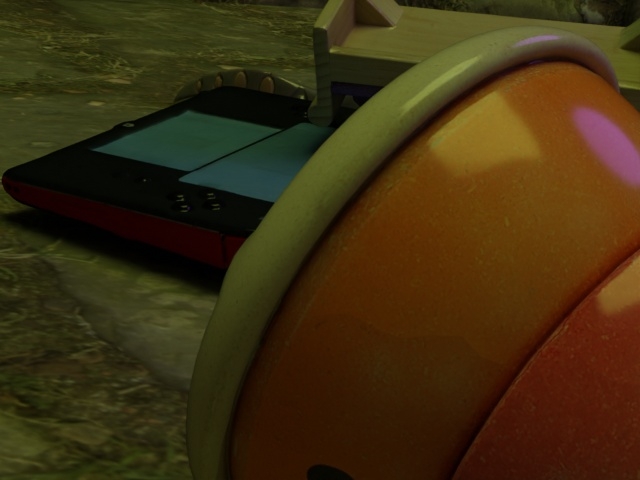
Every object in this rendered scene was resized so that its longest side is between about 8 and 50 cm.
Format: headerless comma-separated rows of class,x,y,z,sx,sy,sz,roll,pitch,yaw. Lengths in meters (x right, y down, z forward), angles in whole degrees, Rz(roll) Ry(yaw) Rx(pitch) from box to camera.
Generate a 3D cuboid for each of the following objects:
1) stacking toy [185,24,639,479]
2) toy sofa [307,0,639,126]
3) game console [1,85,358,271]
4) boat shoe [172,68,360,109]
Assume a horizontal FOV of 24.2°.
stacking toy,0.196,0.136,0.780,0.480,0.351,0.350,37,29,28
toy sofa,0.179,-0.156,1.500,0.362,0.177,0.150,8,39,15
game console,-0.076,-0.078,1.528,0.342,0.060,0.386,18,27,27
boat shoe,-0.010,-0.117,1.779,0.355,0.132,0.130,11,-10,23
